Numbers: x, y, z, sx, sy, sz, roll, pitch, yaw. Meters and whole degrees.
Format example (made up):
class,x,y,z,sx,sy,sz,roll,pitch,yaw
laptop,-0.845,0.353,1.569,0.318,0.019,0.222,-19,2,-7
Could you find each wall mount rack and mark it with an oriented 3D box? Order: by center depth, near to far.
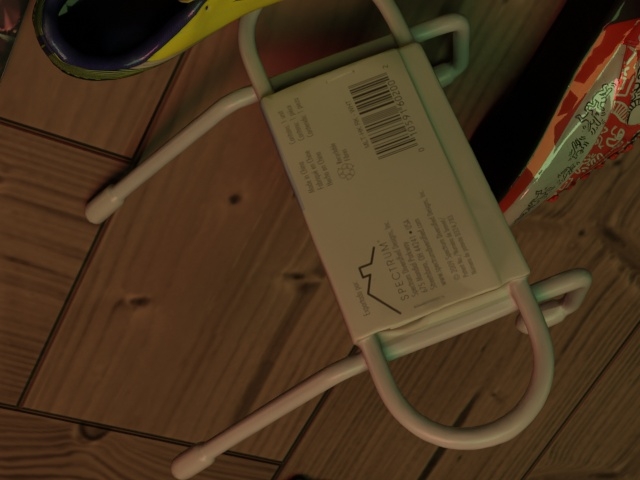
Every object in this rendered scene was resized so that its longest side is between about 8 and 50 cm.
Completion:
class,x,y,z,sx,sy,sz,roll,pitch,yaw
wall mount rack,0.000,0.000,0.794,0.304,0.350,0.130,-21,162,-3

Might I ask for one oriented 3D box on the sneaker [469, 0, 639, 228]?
class,x,y,z,sx,sy,sz,roll,pitch,yaw
sneaker,0.214,-0.082,0.887,0.145,0.090,0.270,21,114,-24

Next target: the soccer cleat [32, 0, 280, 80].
class,x,y,z,sx,sy,sz,roll,pitch,yaw
soccer cleat,-0.044,-0.181,0.717,0.289,0.121,0.093,-28,104,6

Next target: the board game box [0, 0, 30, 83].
class,x,y,z,sx,sy,sz,roll,pitch,yaw
board game box,-0.233,-0.189,0.726,0.126,0.026,0.186,15,119,-24

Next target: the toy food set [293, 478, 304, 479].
class,x,y,z,sx,sy,sz,roll,pitch,yaw
toy food set,-0.027,0.257,1.101,0.082,0.020,0.083,17,119,-25
